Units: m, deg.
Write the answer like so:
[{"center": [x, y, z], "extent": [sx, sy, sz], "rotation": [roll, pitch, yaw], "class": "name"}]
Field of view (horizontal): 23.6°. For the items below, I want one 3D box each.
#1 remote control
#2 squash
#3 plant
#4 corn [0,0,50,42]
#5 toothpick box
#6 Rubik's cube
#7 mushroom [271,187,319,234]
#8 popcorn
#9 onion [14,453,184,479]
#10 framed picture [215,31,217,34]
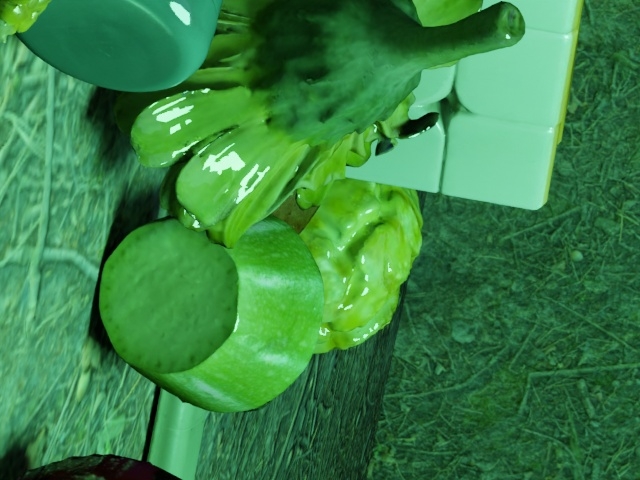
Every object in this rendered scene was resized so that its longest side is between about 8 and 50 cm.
[{"center": [-0.140, 0.212, 1.428], "extent": [0.090, 0.038, 0.310], "rotation": [-29, 131, -75], "class": "remote control"}, {"center": [-0.090, 0.050, 1.177], "extent": [0.123, 0.170, 0.170], "rotation": [13, 90, -68], "class": "squash"}, {"center": [0.029, -0.130, 1.093], "extent": [0.261, 0.297, 0.306], "rotation": [39, 63, -64], "class": "plant"}, {"center": [-0.128, -0.229, 0.725], "extent": [0.101, 0.101, 0.292], "rotation": [82, 25, -64], "class": "corn"}, {"center": [-0.102, -0.189, 0.882], "extent": [0.120, 0.120, 0.184], "rotation": [85, 17, -61], "class": "toothpick box"}, {"center": [0.096, -0.243, 1.371], "extent": [0.292, 0.290, 0.291], "rotation": [-72, 168, -48], "class": "Rubik's cube"}, {"center": [-0.056, -0.035, 1.302], "extent": [0.135, 0.080, 0.171], "rotation": [10, 117, -42], "class": "mushroom"}, {"center": [0.000, 0.000, 1.457], "extent": [0.183, 0.204, 0.221], "rotation": [41, 51, -34], "class": "popcorn"}, {"center": [-0.160, 0.236, 1.059], "extent": [0.218, 0.139, 0.195], "rotation": [11, 96, -80], "class": "onion"}, {"center": [-0.092, -0.098, 1.354], "extent": [0.203, 0.015, 0.150], "rotation": [80, 25, -66], "class": "framed picture"}]
